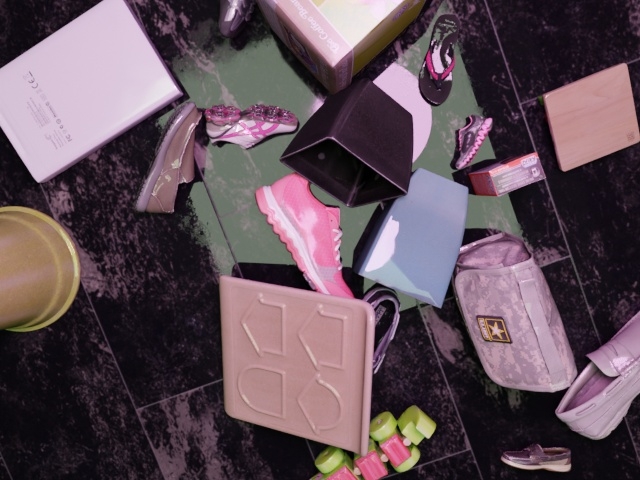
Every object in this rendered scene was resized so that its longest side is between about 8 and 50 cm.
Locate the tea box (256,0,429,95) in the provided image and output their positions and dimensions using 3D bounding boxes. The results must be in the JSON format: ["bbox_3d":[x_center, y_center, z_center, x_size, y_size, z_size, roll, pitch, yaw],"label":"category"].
[{"bbox_3d":[0.069,-0.454,0.959,0.323,0.329,0.220,-43,94,5],"label":"tea box"}]

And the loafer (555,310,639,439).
[{"bbox_3d":[0.603,0.258,1.128,0.111,0.112,0.319,28,97,-10],"label":"loafer"}]

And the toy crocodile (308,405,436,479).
[{"bbox_3d":[0.097,0.470,1.172,0.340,0.105,0.115,-35,94,6],"label":"toy crocodile"}]

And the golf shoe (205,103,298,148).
[{"bbox_3d":[-0.139,-0.231,1.132,0.186,0.067,0.086,0,128,-3],"label":"golf shoe"}]

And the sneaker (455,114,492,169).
[{"bbox_3d":[0.300,-0.203,1.127,0.057,0.047,0.119,30,94,15],"label":"sneaker"}]

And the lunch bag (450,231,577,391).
[{"bbox_3d":[0.351,0.129,1.035,0.169,0.287,0.235,-20,96,4],"label":"lunch bag"}]

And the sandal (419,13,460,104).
[{"bbox_3d":[0.240,-0.364,1.107,0.067,0.040,0.179,9,96,1],"label":"sandal"}]

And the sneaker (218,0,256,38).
[{"bbox_3d":[-0.188,-0.520,1.092,0.132,0.086,0.228,21,86,4],"label":"sneaker"}]

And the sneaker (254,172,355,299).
[{"bbox_3d":[0.000,0.000,1.120,0.136,0.116,0.314,-34,95,2],"label":"sneaker"}]

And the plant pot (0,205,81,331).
[{"bbox_3d":[-0.662,0.077,1.081,0.276,0.254,0.276,0,96,3],"label":"plant pot"}]

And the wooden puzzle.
[{"bbox_3d":[-0.048,0.238,1.110,0.348,0.080,0.322,10,109,26],"label":"wooden puzzle"}]

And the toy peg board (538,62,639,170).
[{"bbox_3d":[0.525,-0.248,1.103,0.161,0.079,0.160,-22,111,5],"label":"toy peg board"}]

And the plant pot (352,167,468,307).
[{"bbox_3d":[0.188,-0.012,1.091,0.165,0.166,0.234,22,90,-1],"label":"plant pot"}]

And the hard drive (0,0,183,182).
[{"bbox_3d":[-0.493,-0.310,1.137,0.353,0.047,0.233,-31,94,6],"label":"hard drive"}]

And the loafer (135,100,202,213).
[{"bbox_3d":[-0.297,-0.163,1.135,0.087,0.094,0.251,22,107,-25],"label":"loafer"}]

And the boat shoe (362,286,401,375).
[{"bbox_3d":[0.079,0.240,1.148,0.108,0.102,0.301,30,96,-1],"label":"boat shoe"}]

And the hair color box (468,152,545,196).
[{"bbox_3d":[0.353,-0.125,1.066,0.093,0.167,0.053,-22,95,4],"label":"hair color box"}]

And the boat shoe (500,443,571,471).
[{"bbox_3d":[0.462,0.460,1.187,0.152,0.056,0.049,6,92,-8],"label":"boat shoe"}]

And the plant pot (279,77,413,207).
[{"bbox_3d":[0.068,-0.189,1.044,0.187,0.188,0.167,31,71,-25],"label":"plant pot"}]
